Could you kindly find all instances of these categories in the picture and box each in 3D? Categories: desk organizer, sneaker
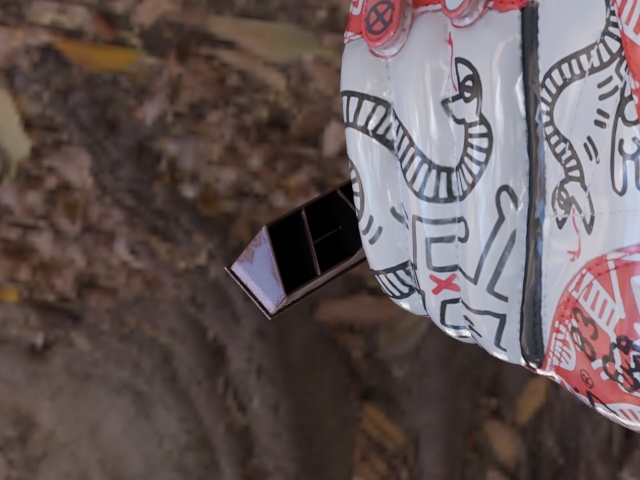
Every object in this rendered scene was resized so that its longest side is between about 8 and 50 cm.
[{"bbox_3d":[0.000,0.000,1.207,0.130,0.047,0.050,-30,165,-50],"label":"desk organizer"},{"bbox_3d":[0.076,-0.087,0.410,0.145,0.270,0.090,20,-155,37],"label":"sneaker"}]
